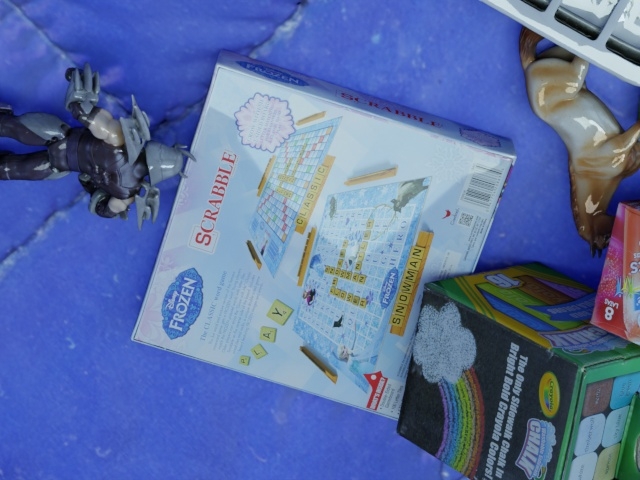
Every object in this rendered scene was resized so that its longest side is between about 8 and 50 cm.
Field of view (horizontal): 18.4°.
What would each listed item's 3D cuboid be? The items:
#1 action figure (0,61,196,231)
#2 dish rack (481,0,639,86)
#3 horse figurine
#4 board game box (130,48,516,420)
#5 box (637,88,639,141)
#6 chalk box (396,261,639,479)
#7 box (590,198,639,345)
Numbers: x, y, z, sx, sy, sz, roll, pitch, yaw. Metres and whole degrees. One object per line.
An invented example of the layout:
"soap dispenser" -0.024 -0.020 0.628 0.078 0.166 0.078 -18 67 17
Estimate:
"action figure" -0.263 -0.096 1.983 0.285 0.099 0.185 6 127 9
"dish rack" 0.287 -0.340 1.860 0.285 0.072 0.333 30 96 2
"horse figurine" 0.275 -0.136 1.961 0.174 0.066 0.263 -33 91 27
"board game box" 0.000 0.000 2.040 0.318 0.066 0.318 18 110 -5
"box" 0.377 -0.177 1.976 0.109 0.042 0.178 2 110 1
"chalk box" 0.246 0.161 1.955 0.179 0.289 0.180 -9 118 -41
"box" 0.389 0.030 1.930 0.123 0.257 0.128 24 110 36
